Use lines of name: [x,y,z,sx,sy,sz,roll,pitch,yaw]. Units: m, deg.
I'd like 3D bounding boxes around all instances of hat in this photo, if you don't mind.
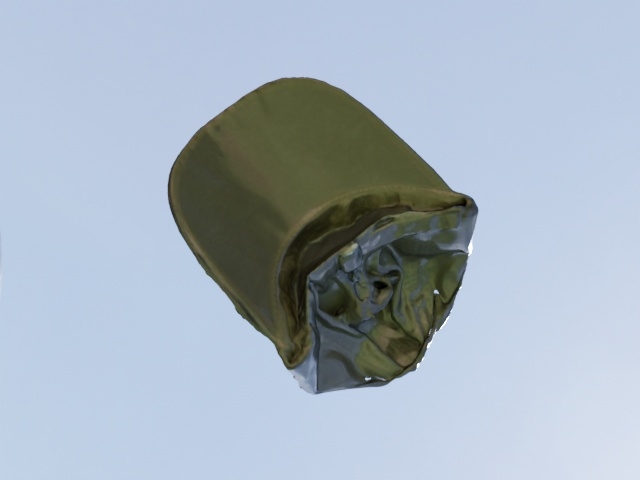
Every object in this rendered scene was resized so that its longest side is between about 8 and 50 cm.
hat: [0.000,0.000,1.664,0.244,0.214,0.149,46,-17,19]

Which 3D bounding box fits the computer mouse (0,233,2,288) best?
computer mouse: [-0.320,0.010,1.638,0.371,0.122,0.188,-96,-174,-66]
